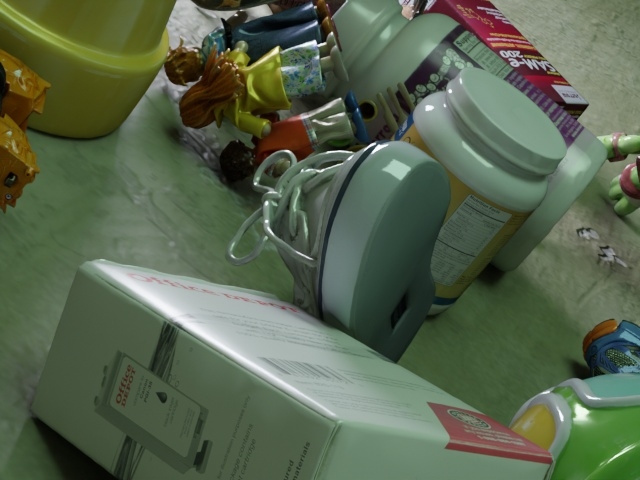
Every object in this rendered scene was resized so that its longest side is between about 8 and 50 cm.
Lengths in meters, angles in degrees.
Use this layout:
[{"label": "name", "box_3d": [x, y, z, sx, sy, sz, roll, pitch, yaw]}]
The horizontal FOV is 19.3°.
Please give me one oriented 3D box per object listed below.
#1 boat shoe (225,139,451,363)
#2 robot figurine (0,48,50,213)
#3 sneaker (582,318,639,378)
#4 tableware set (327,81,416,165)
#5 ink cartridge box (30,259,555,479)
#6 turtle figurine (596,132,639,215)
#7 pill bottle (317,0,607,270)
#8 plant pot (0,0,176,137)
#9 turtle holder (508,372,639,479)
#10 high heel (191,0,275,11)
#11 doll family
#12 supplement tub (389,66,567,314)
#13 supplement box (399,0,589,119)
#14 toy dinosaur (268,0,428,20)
[{"label": "boat shoe", "box_3d": [0.005, -0.006, 1.450, 0.156, 0.136, 0.367, 33, -12, 13]}, {"label": "robot figurine", "box_3d": [-0.341, -0.136, 1.393, 0.291, 0.085, 0.211, 30, 26, -20]}, {"label": "sneaker", "box_3d": [0.348, 0.168, 1.849, 0.221, 0.083, 0.087, 28, 40, -11]}, {"label": "tableware set", "box_3d": [0.068, -0.069, 1.830, 0.154, 0.104, 0.024, 64, 16, -5]}, {"label": "ink cartridge box", "box_3d": [-0.023, 0.125, 1.231, 0.207, 0.117, 0.283, 13, 10, -43]}, {"label": "turtle figurine", "box_3d": [0.355, -0.024, 2.134, 0.198, 0.275, 0.266, 13, -6, 15]}, {"label": "pill bottle", "box_3d": [0.127, -0.122, 1.907, 0.301, 0.169, 0.169, 39, 25, 3]}, {"label": "plant pot", "box_3d": [-0.211, -0.256, 1.591, 0.254, 0.239, 0.254, 30, 27, -17]}, {"label": "turtle holder", "box_3d": [0.215, 0.221, 1.427, 0.320, 0.243, 0.227, -18, 32, -15]}, {"label": "high heel", "box_3d": [-0.110, -0.313, 1.762, 0.261, 0.186, 0.093, -3, 28, -9]}, {"label": "doll family", "box_3d": [-0.063, -0.163, 1.744, 0.263, 0.163, 0.118, -103, 173, -54]}, {"label": "supplement tub", "box_3d": [0.117, -0.045, 1.726, 0.144, 0.200, 0.144, 31, 26, -17]}, {"label": "supplement box", "box_3d": [0.204, -0.223, 2.299, 0.239, 0.073, 0.130, 50, 26, 20]}, {"label": "toy dinosaur", "box_3d": [0.009, -0.260, 2.046, 0.200, 0.127, 0.295, 54, 33, 15]}]
